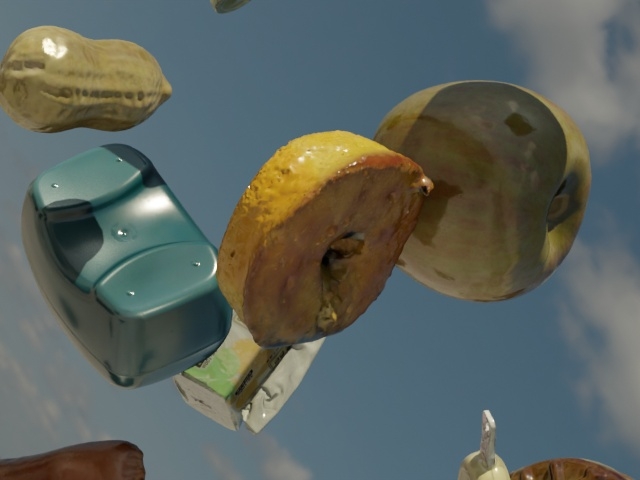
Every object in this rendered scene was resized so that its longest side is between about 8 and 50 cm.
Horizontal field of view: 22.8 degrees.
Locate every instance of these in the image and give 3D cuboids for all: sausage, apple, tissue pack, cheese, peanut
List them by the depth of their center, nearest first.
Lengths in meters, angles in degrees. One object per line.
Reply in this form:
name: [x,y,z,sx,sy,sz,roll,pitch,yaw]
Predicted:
peanut: [-0.267,-0.177,1.761,0.123,0.123,0.257,58,26,13]
apple: [0.173,-0.058,1.806,0.234,0.257,0.257,14,-41,30]
tissue pack: [-0.241,0.043,1.958,0.287,0.198,0.206,49,-30,30]
sausage: [-0.356,0.318,2.037,0.083,0.300,0.089,53,30,-56]
tissue pack: [-0.081,0.144,2.202,0.145,0.229,0.159,28,-20,15]
cheese: [0.248,0.355,2.365,0.137,0.064,0.227,-117,-156,-59]

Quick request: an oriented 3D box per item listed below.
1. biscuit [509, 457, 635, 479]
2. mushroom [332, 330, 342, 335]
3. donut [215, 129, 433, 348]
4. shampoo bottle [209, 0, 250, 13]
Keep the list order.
biscuit: [0.413,0.501,2.413,0.115,0.268,0.366,27,45,-49]
mushroom: [-0.015,0.058,2.484,0.153,0.253,0.253,49,-18,30]
donut: [0.002,-0.001,1.595,0.118,0.253,0.253,36,-24,23]
shampoo bottle: [-0.146,-0.379,1.940,0.204,0.065,0.065,62,-13,11]
